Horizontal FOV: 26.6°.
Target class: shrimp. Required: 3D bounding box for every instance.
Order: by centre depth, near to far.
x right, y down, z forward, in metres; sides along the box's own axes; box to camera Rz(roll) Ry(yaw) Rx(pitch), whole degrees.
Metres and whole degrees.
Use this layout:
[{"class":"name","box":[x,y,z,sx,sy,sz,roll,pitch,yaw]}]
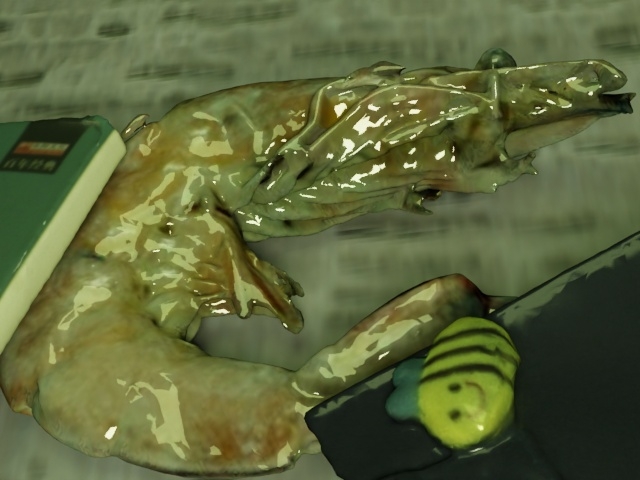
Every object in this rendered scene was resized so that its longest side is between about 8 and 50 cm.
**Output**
[{"class":"shrimp","box":[0.000,0.000,0.689,0.360,0.085,0.247,-22,47,-1]}]

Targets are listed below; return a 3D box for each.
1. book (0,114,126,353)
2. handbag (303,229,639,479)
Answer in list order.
[{"class":"book","box":[-0.280,0.077,0.663,0.264,0.031,0.379,2,49,28]},{"class":"handbag","box":[0.176,0.108,0.482,0.329,0.122,0.303,-25,37,-8]}]
